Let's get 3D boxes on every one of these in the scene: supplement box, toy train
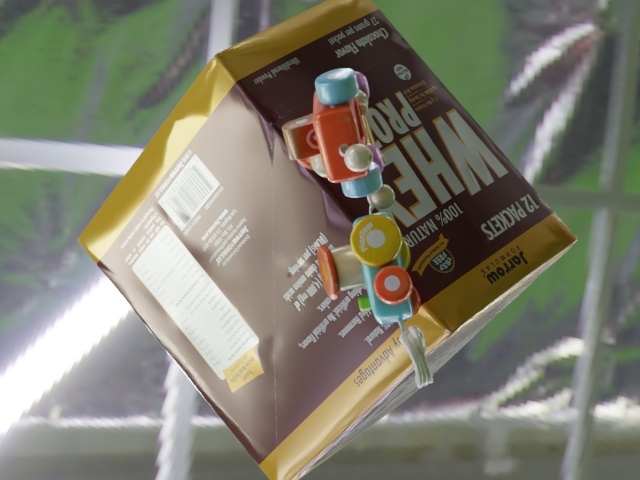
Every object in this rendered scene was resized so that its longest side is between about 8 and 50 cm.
[{"bbox_3d":[0.000,0.000,1.126,0.194,0.191,0.129,50,-135,8],"label":"supplement box"},{"bbox_3d":[0.012,-0.013,0.934,0.046,0.125,0.166,-12,-62,5],"label":"toy train"}]
